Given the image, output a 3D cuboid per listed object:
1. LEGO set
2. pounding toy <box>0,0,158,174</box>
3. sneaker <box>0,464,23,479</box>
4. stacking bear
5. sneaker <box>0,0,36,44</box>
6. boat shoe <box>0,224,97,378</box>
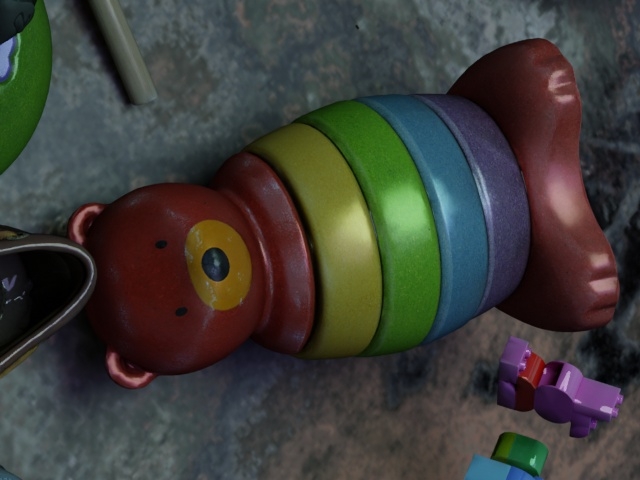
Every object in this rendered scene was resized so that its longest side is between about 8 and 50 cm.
[{"bbox_3d":[0.139,0.168,1.166,0.227,0.093,0.087,87,25,-53],"label":"LEGO set"},{"bbox_3d":[-0.184,-0.119,1.030,0.237,0.110,0.183,-28,103,-33],"label":"pounding toy"},{"bbox_3d":[-0.158,0.245,1.013,0.104,0.125,0.262,-2,88,-36],"label":"sneaker"},{"bbox_3d":[0.000,0.000,1.127,0.289,0.164,0.175,-14,94,-24],"label":"stacking bear"},{"bbox_3d":[-0.235,-0.243,0.942,0.146,0.134,0.343,-30,82,-38],"label":"sneaker"},{"bbox_3d":[-0.257,0.068,0.946,0.342,0.123,0.123,-21,99,-39],"label":"boat shoe"}]
